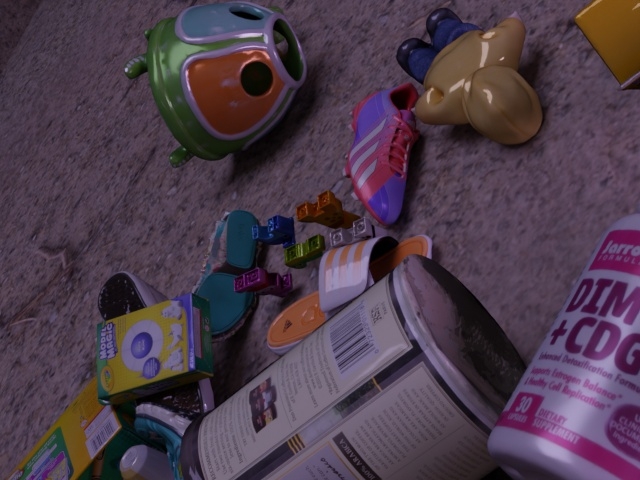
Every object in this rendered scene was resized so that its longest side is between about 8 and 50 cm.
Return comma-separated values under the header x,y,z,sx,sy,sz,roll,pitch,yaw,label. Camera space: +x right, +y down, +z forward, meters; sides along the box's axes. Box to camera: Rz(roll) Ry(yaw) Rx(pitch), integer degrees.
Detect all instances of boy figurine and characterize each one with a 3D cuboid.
x,y,z,sx,sy,sz,roll,pitch,yaw,label
0.190,-0.205,1.421,0.177,0.092,0.285,-46,29,7,boy figurine

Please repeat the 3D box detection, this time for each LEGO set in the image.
x,y,z,sx,sy,sz,roll,pitch,yaw,label
0.000,0.000,1.464,0.227,0.093,0.087,-24,61,38,LEGO set

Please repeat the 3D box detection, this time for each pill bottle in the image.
x,y,z,sx,sy,sz,roll,pitch,yaw,label
0.263,0.080,0.900,0.160,0.160,0.283,9,63,58,pill bottle

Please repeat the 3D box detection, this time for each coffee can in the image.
x,y,z,sx,sy,sz,roll,pitch,yaw,label
0.038,0.173,1.070,0.275,0.201,0.201,-39,30,19,coffee can

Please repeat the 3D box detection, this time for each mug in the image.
x,y,z,sx,sy,sz,roll,pitch,yaw,label
-0.215,0.290,1.437,0.062,0.064,0.078,-24,38,38,mug

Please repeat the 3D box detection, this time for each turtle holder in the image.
x,y,z,sx,sy,sz,roll,pitch,yaw,label
-0.136,-0.263,1.857,0.227,0.243,0.320,-20,-2,20,turtle holder

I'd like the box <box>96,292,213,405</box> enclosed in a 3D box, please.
x,y,z,sx,sy,sz,roll,pitch,yaw,label
-0.219,0.139,1.462,0.179,0.043,0.105,-20,62,28,box

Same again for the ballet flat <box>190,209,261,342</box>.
x,y,z,sx,sy,sz,roll,pitch,yaw,label
-0.129,0.061,1.592,0.077,0.091,0.241,115,174,-47,ballet flat

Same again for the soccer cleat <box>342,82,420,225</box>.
x,y,z,sx,sy,sz,roll,pitch,yaw,label
0.086,-0.116,1.481,0.095,0.083,0.248,-32,30,22,soccer cleat

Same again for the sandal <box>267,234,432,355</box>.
x,y,z,sx,sy,sz,roll,pitch,yaw,label
0.014,0.061,1.369,0.265,0.076,0.102,-30,35,33,sandal

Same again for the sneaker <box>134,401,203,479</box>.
x,y,z,sx,sy,sz,roll,pitch,yaw,label
-0.137,0.257,1.311,0.275,0.107,0.110,22,87,50,sneaker

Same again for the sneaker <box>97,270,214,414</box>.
x,y,z,sx,sy,sz,roll,pitch,yaw,label
-0.188,0.161,1.536,0.106,0.123,0.290,-41,52,12,sneaker

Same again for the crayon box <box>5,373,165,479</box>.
x,y,z,sx,sy,sz,roll,pitch,yaw,label
-0.339,0.329,1.549,0.278,0.081,0.165,-49,28,2,crayon box

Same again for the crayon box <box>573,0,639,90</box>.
x,y,z,sx,sy,sz,roll,pitch,yaw,label
0.348,-0.225,1.037,0.203,0.083,0.323,-37,-7,22,crayon box
